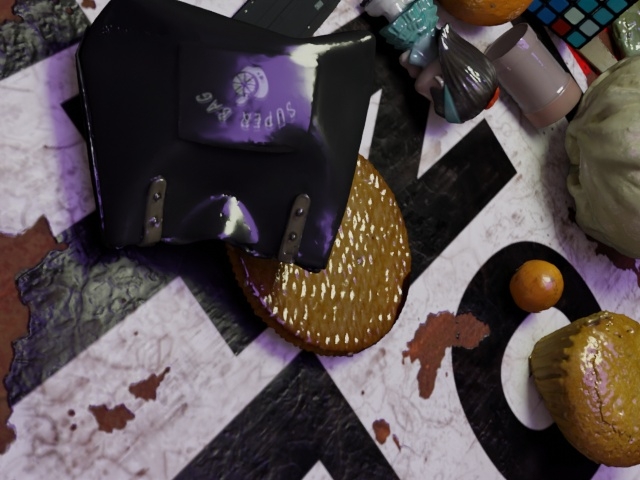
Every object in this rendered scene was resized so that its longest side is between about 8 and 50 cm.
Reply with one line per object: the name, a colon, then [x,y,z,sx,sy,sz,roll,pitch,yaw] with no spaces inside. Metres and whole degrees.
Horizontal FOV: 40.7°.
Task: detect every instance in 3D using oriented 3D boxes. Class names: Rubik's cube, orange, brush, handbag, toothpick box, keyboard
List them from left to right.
handbag: [-0.105,-0.116,0.968,0.343,0.152,0.287,6,80,-16]
keyboard: [-0.018,-0.356,1.208,0.103,0.041,0.381,48,59,-18]
orange: [0.261,-0.454,1.368,0.224,0.170,0.223,11,71,-35]
toothpick box: [0.348,-0.272,1.427,0.149,0.098,0.098,45,53,-19]
orange: [0.330,0.070,1.319,0.084,0.084,0.083,13,69,-36]
Rubik's cube: [0.463,-0.487,1.513,0.184,0.182,0.187,35,55,-10]
brush: [0.581,-0.305,1.661,0.336,0.020,0.085,40,90,-21]

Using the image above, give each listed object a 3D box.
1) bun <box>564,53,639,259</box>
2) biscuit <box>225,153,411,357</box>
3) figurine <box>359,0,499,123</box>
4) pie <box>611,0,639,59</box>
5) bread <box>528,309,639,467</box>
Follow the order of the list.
bun: [0.521,-0.138,1.438,0.365,0.220,0.364,0,90,-72]
biscuit: [0.000,0.000,1.104,0.305,0.038,0.305,14,67,-36]
figurine: [0.172,-0.286,1.290,0.245,0.110,0.138,51,48,-4]
pie: [0.689,-0.415,1.767,0.306,0.071,0.306,13,70,-37]
bread: [0.426,0.227,1.307,0.240,0.139,0.239,13,69,-35]
